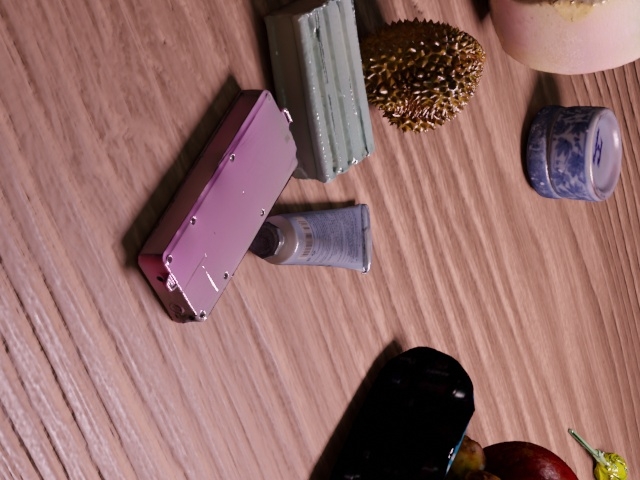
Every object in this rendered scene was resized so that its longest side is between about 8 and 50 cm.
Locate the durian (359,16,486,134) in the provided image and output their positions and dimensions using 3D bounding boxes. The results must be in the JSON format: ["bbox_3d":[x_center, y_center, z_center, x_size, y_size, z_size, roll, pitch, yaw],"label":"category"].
[{"bbox_3d":[0.122,-0.205,1.801,0.158,0.168,0.137,36,44,-73],"label":"durian"}]

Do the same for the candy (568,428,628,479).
[{"bbox_3d":[0.470,0.367,2.519,0.194,0.058,0.062,42,18,-42],"label":"candy"}]

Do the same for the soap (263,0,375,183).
[{"bbox_3d":[-0.001,-0.176,1.684,0.114,0.063,0.198,-33,121,-50],"label":"soap"}]

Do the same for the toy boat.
[{"bbox_3d":[0.095,0.270,1.866,0.299,0.134,0.092,-59,176,-39],"label":"toy boat"}]

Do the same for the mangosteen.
[{"bbox_3d":[0.242,0.367,2.026,0.257,0.215,0.215,31,62,-16],"label":"mangosteen"}]

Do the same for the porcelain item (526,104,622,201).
[{"bbox_3d":[0.388,-0.134,2.259,0.147,0.114,0.147,-12,104,-59],"label":"porcelain item"}]

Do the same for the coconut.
[{"bbox_3d":[0.363,-0.385,2.023,0.309,0.297,0.298,69,36,-64],"label":"coconut"}]

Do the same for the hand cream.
[{"bbox_3d":[0.000,0.000,1.716,0.256,0.055,0.088,-2,88,-60],"label":"hand cream"}]

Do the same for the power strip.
[{"bbox_3d":[-0.103,-0.039,1.560,0.279,0.037,0.109,-62,141,-34],"label":"power strip"}]
